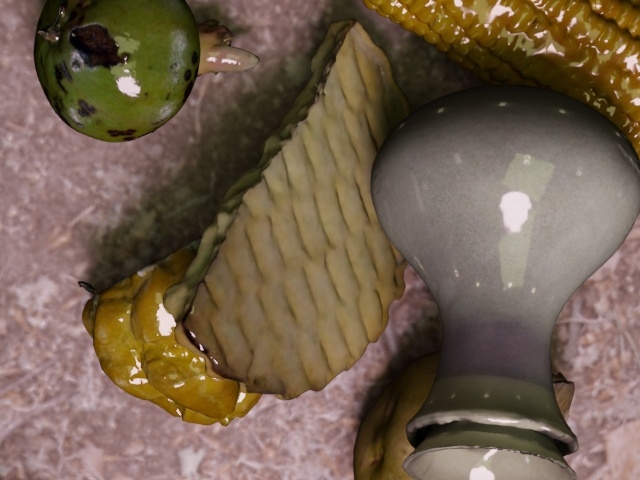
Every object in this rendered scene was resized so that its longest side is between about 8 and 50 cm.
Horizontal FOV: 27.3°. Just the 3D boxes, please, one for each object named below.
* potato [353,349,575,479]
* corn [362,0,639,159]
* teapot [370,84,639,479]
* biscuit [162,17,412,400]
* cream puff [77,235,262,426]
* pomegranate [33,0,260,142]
[{"bbox_3d":[0.085,0.156,0.982,0.117,0.182,0.202,36,112,22],"label":"potato"},{"bbox_3d":[0.168,-0.141,0.922,0.363,0.120,0.120,26,99,-13],"label":"corn"},{"bbox_3d":[0.116,0.031,0.855,0.183,0.183,0.251,13,64,-12],"label":"teapot"},{"bbox_3d":[0.000,0.000,0.910,0.187,0.036,0.273,55,52,-36],"label":"biscuit"},{"bbox_3d":[-0.083,0.064,0.931,0.156,0.121,0.156,-4,105,-14],"label":"cream puff"},{"bbox_3d":[-0.119,-0.127,0.889,0.161,0.122,0.122,-5,106,-35],"label":"pomegranate"}]
